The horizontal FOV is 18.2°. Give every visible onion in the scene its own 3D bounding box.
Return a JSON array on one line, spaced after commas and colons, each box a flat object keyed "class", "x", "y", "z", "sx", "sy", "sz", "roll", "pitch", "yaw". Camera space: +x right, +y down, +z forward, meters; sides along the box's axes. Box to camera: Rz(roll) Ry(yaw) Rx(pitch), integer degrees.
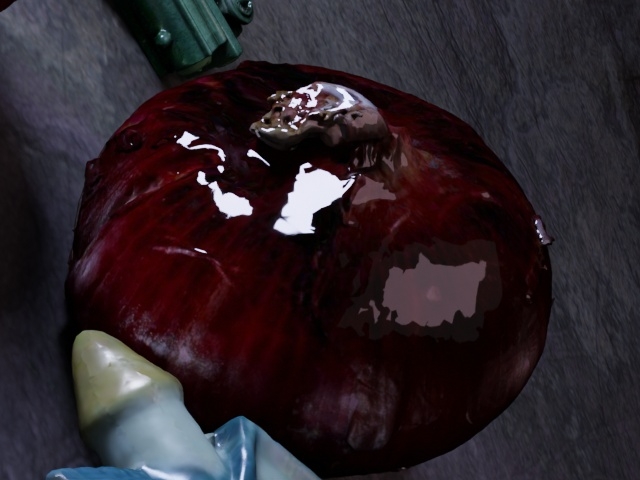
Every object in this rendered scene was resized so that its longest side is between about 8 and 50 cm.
[{"class": "onion", "x": 0.000, "y": 0.000, "z": 1.228, "sx": 0.314, "sy": 0.232, "sz": 0.314, "roll": 12, "pitch": 35, "yaw": -9}]

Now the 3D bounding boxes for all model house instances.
[{"class": "model house", "x": -0.079, "y": 0.203, "z": 1.063, "sx": 0.267, "sy": 0.194, "sz": 0.325, "roll": 9, "pitch": 46, "yaw": -60}]

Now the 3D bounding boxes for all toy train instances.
[{"class": "toy train", "x": -0.116, "y": -0.194, "z": 1.457, "sx": 0.170, "sy": 0.071, "sz": 0.111, "roll": 60, "pitch": 33, "yaw": -16}]

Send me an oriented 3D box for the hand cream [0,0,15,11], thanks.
[{"class": "hand cream", "x": -0.236, "y": -0.225, "z": 1.129, "sx": 0.230, "sy": 0.149, "sz": 0.230, "roll": 48, "pitch": 26, "yaw": -34}]
